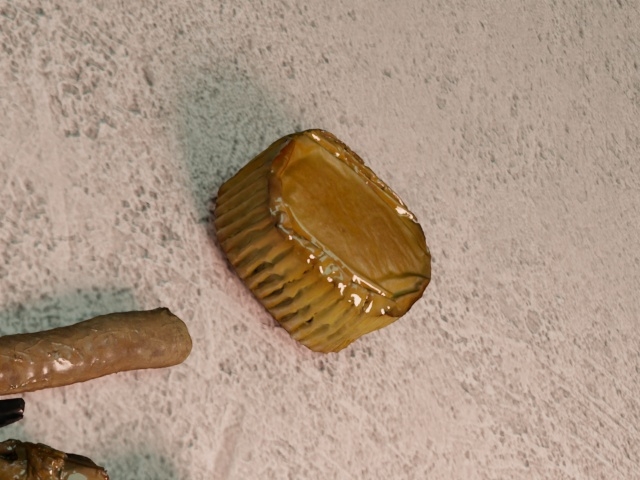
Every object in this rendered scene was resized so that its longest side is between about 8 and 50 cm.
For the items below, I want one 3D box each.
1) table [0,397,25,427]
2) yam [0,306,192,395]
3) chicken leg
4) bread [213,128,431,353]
[{"bbox_3d":[-0.281,0.253,0.780,0.317,0.249,0.317,-5,90,-83],"label":"table"},{"bbox_3d":[-0.256,0.111,1.150,0.300,0.066,0.066,-7,71,-46],"label":"yam"},{"bbox_3d":[-0.285,0.203,1.058,0.198,0.085,0.069,21,76,-17],"label":"chicken leg"},{"bbox_3d":[0.000,0.000,1.403,0.253,0.142,0.227,45,44,-8],"label":"bread"}]
